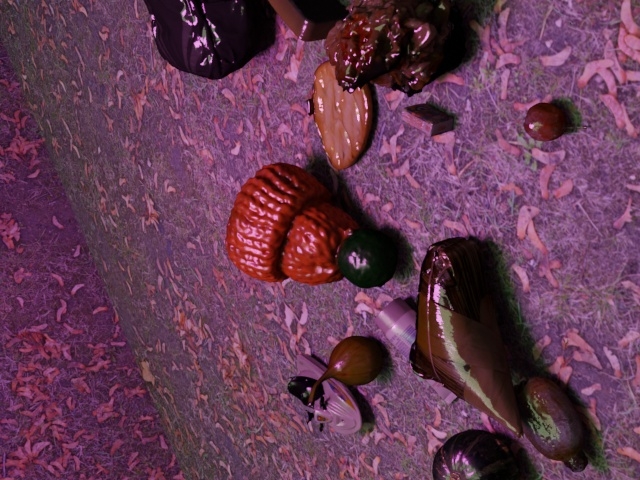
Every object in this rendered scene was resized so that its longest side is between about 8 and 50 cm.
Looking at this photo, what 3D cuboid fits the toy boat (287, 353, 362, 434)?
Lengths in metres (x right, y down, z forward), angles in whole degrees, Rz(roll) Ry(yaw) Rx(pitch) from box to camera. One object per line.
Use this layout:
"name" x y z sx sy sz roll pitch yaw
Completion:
"toy boat" 0.002 0.411 2.176 0.269 0.140 0.141 -134 38 -55

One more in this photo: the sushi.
"sushi" 0.121 -0.372 1.495 0.225 0.218 0.238 51 135 26

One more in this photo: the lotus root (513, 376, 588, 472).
"lotus root" 0.431 0.344 1.553 0.192 0.088 0.113 60 139 16

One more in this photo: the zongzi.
"zongzi" 0.301 0.173 1.566 0.317 0.154 0.289 39 137 51

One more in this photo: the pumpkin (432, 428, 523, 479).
"pumpkin" 0.323 0.484 1.727 0.190 0.146 0.190 30 128 47

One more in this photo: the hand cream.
"hand cream" 0.228 0.237 1.816 0.248 0.083 0.133 48 143 12

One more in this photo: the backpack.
"backpack" -0.292 -0.622 1.957 0.363 0.255 0.446 29 143 47

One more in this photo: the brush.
"brush" -0.035 -0.506 1.752 0.197 0.123 0.059 54 139 22

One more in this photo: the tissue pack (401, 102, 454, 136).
"tissue pack" 0.205 -0.232 1.601 0.083 0.063 0.035 40 134 40

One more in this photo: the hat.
"hat" 0.000 0.000 1.923 0.400 0.285 0.285 24 131 16

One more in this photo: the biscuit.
"biscuit" 0.046 -0.276 1.836 0.203 0.041 0.260 32 132 40

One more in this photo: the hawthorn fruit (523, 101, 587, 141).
"hawthorn fruit" 0.387 -0.191 1.373 0.103 0.067 0.067 18 125 20

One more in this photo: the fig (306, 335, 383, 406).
"fig" 0.044 0.315 1.965 0.124 0.236 0.124 36 143 34
